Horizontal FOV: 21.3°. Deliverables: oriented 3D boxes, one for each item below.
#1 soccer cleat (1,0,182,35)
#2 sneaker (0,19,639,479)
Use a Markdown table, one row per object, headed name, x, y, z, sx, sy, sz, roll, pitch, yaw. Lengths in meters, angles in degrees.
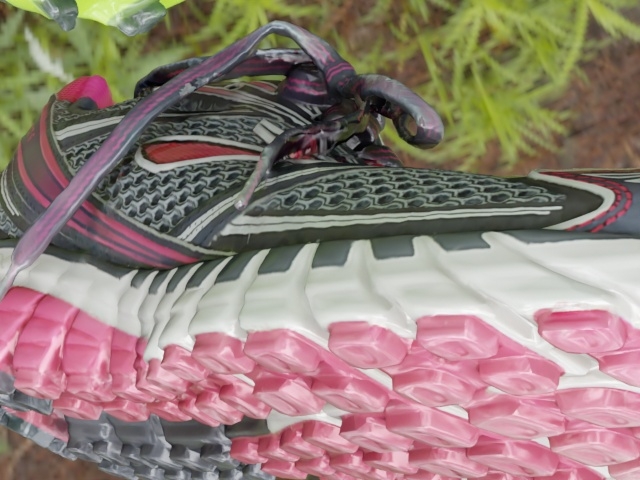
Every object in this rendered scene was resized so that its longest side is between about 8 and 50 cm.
| name | x | y | z | sx | sy | sz | roll | pitch | yaw |
| --- | --- | --- | --- | --- | --- | --- | --- | --- | --- |
| soccer cleat | -0.066 | -0.086 | 0.278 | 0.060 | 0.072 | 0.179 | -37 | 156 | 16 |
| sneaker | 0.000 | 0.000 | 0.419 | 0.299 | 0.112 | 0.121 | 1 | 156 | 45 |
